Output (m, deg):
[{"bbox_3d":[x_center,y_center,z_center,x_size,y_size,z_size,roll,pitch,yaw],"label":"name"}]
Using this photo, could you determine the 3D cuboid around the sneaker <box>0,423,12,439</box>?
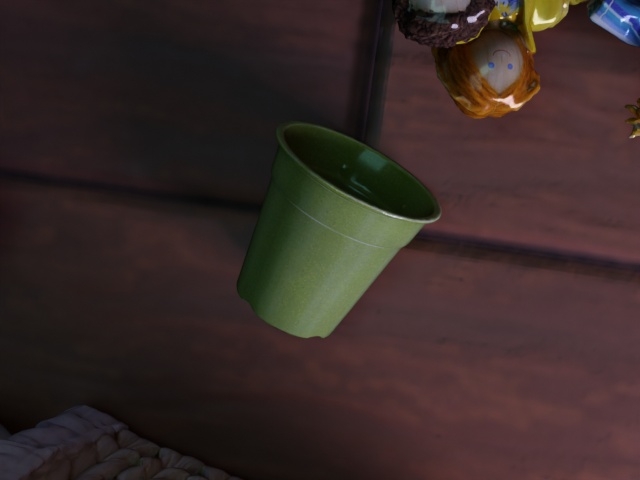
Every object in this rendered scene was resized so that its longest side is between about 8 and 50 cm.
[{"bbox_3d":[-0.279,0.060,0.632,0.270,0.090,0.145,-3,93,19],"label":"sneaker"}]

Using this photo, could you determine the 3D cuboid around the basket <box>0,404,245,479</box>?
[{"bbox_3d":[-0.077,0.273,0.477,0.266,0.331,0.328,17,95,10],"label":"basket"}]

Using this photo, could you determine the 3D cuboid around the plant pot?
[{"bbox_3d":[0.000,0.000,0.583,0.083,0.083,0.079,33,110,10],"label":"plant pot"}]

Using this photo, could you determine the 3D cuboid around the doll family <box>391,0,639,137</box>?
[{"bbox_3d":[0.126,-0.127,0.542,0.263,0.118,0.163,-1,85,-5],"label":"doll family"}]
